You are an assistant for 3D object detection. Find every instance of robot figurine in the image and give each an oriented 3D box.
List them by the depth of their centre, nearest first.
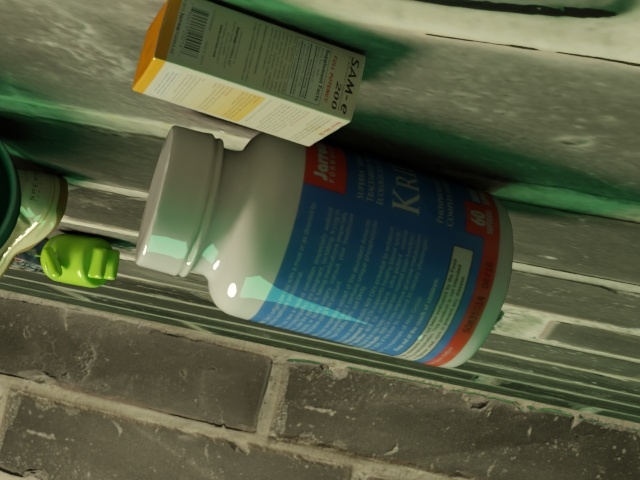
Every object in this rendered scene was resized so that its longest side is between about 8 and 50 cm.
[{"bbox_3d":[-0.321,0.026,1.310,0.115,0.067,0.101,7,180,29],"label":"robot figurine"}]

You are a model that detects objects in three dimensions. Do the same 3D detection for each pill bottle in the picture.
[{"bbox_3d":[0.000,0.000,0.638,0.221,0.124,0.124,15,169,-15],"label":"pill bottle"}]

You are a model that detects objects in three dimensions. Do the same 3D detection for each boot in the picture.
[{"bbox_3d":[-0.364,-0.022,0.937,0.213,0.077,0.165,-33,140,32],"label":"boot"}]

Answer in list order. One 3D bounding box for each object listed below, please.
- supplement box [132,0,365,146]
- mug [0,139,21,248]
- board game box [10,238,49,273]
[{"bbox_3d":[-0.036,-0.082,0.483,0.098,0.036,0.062,16,169,-18],"label":"supplement box"},{"bbox_3d":[-0.319,-0.032,0.786,0.158,0.129,0.097,-16,180,-13],"label":"mug"},{"bbox_3d":[-0.489,0.000,1.442,0.165,0.042,0.243,7,168,29],"label":"board game box"}]
